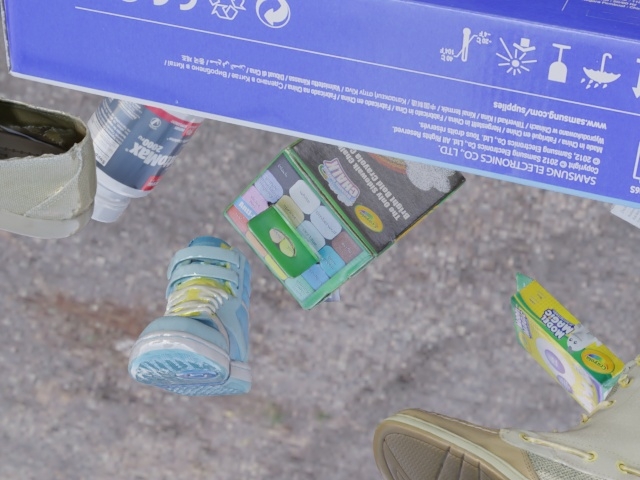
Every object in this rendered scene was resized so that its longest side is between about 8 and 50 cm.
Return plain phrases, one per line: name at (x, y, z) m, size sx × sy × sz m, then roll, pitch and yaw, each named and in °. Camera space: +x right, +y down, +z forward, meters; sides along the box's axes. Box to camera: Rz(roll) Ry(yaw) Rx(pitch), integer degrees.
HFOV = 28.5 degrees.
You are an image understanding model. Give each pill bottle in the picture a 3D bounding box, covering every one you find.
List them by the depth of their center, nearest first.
pill bottle at (-0.221, -0.113, 1.467) m, size 0.108 × 0.108 × 0.180 m, roll 27°, pitch 113°, yaw -28°

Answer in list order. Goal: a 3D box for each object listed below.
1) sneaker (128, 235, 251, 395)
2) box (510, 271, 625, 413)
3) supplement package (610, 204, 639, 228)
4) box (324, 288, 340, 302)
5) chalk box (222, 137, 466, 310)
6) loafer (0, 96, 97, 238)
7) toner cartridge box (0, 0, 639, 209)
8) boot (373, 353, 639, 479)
sneaker at (-0.162, 0.081, 1.587) m, size 0.127 × 0.208 × 0.319 m, roll -2°, pitch 166°, yaw 5°
box at (0.277, 0.121, 1.441) m, size 0.179 × 0.043 × 0.105 m, roll 49°, pitch 167°, yaw 37°
supplement package at (0.420, -0.132, 1.206) m, size 0.145 × 0.204 × 0.262 m, roll 31°, pitch 144°, yaw 9°
box at (0.000, 0.000, 1.460) m, size 0.027 × 0.137 × 0.094 m, roll -6°, pitch -176°, yaw -4°
chalk box at (0.010, -0.032, 1.204) m, size 0.132 × 0.213 × 0.132 m, roll 51°, pitch 139°, yaw 2°
loafer at (-0.277, -0.077, 0.866) m, size 0.269 × 0.102 × 0.092 m, roll 11°, pitch 128°, yaw -26°
toner cartridge box at (0.048, -0.107, 0.572) m, size 0.348 × 0.165 × 0.075 m, roll 14°, pitch 124°, yaw 16°
boot at (0.156, 0.126, 0.771) m, size 0.213 × 0.165 × 0.077 m, roll 20°, pitch 130°, yaw 22°
